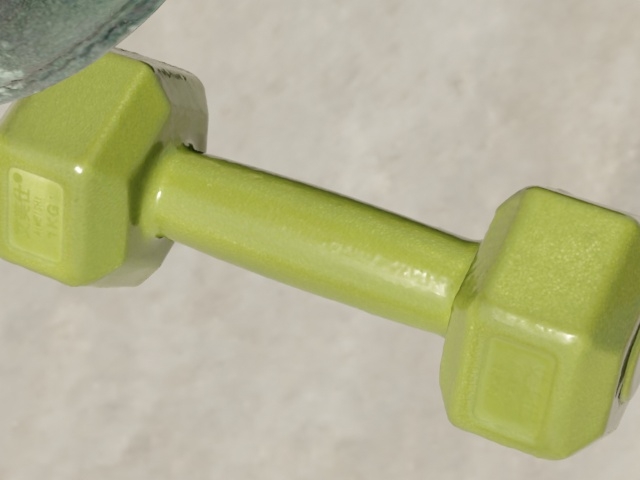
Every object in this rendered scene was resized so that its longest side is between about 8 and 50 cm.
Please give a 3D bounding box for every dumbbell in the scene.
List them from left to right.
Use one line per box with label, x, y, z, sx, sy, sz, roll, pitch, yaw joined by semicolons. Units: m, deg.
dumbbell;0.000;0.000;0.817;0.302;0.121;0.108;19;35;17

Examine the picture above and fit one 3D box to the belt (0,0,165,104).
belt;-0.103;-0.145;0.597;0.116;0.267;0.206;33;91;-37
